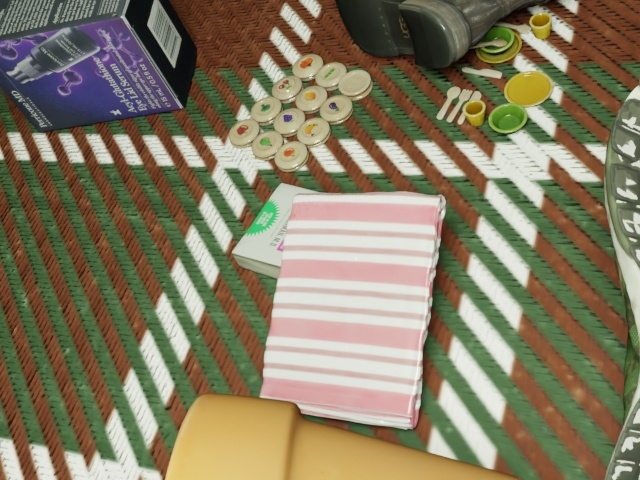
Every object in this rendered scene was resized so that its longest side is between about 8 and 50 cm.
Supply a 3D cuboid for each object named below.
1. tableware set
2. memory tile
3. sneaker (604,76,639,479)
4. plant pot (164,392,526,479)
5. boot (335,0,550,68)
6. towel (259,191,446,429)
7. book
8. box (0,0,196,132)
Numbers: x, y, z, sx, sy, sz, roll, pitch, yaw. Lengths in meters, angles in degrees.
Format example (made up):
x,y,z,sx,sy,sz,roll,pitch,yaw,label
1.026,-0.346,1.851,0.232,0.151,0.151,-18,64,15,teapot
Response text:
x,y,z,sx,sy,sz,roll,pitch,yaw,label
0.189,-0.173,0.859,0.104,0.024,0.154,19,65,31,tableware set
-0.022,-0.143,0.928,0.113,0.012,0.148,30,71,34,memory tile
0.267,0.095,0.566,0.158,0.182,0.410,2,83,19,sneaker
0.024,0.237,0.493,0.203,0.291,0.291,0,55,2,plant pot
0.157,-0.281,0.920,0.229,0.091,0.263,-33,42,-17,boot
0.028,0.053,0.725,0.144,0.029,0.197,4,77,25,towel
0.000,0.000,0.810,0.144,0.035,0.096,15,59,31,book
-0.274,-0.226,0.997,0.207,0.153,0.108,-7,55,18,box
